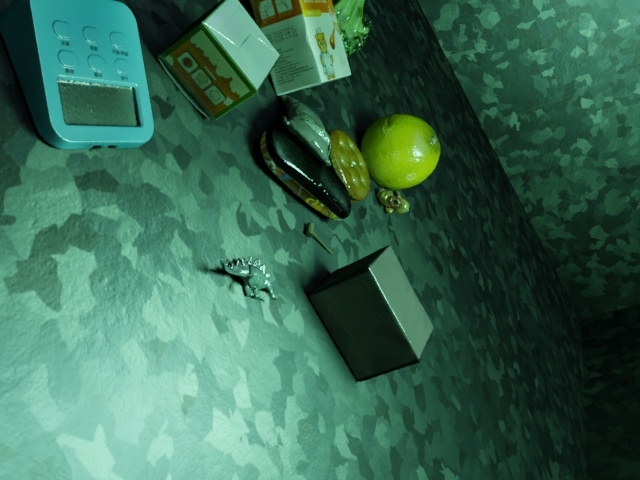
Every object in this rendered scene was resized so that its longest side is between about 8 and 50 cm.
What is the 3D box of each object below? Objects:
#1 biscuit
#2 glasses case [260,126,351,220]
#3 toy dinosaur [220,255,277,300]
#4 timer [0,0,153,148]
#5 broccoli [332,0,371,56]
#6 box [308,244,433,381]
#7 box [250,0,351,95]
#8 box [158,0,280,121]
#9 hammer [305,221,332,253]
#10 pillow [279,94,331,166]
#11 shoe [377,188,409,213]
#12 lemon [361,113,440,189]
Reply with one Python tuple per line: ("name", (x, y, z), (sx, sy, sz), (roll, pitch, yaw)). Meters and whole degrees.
("biscuit", (0.065, -0.206, 1.777), (0.220, 0.066, 0.220), (42, 37, -43))
("glasses case", (-0.030, -0.161, 1.570), (0.321, 0.082, 0.122), (38, 38, -40))
("toy dinosaur", (-0.144, 0.068, 1.266), (0.209, 0.039, 0.082), (36, 37, -58))
("timer", (-0.389, -0.281, 1.072), (0.232, 0.091, 0.250), (-18, 89, -61))
("broccoli", (0.039, -0.686, 1.921), (0.260, 0.235, 0.288), (85, -6, -55))
("box", (0.124, 0.168, 1.491), (0.252, 0.188, 0.153), (59, 30, -9))
("box", (-0.060, -0.580, 1.692), (0.225, 0.143, 0.341), (-39, 115, -60))
("box", (-0.214, -0.394, 1.370), (0.177, 0.148, 0.195), (49, 34, -24))
("hammer", (0.000, 0.000, 1.575), (0.110, 0.019, 0.035), (46, 36, -36))
("pillow", (-0.032, -0.290, 1.594), (0.169, 0.059, 0.255), (40, 16, -23))
("shoe", (0.226, -0.118, 1.974), (0.109, 0.072, 0.069), (46, -3, -39))
("lemon", (0.264, -0.287, 2.002), (0.240, 0.219, 0.240), (33, 48, -46))
